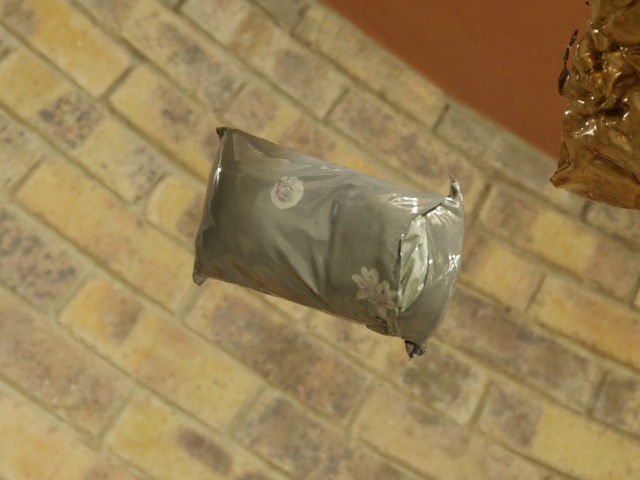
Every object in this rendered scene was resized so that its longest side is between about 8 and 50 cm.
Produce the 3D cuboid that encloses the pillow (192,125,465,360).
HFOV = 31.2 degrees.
[{"bbox_3d":[0.000,0.000,1.022,0.255,0.059,0.169,16,-79,17],"label":"pillow"}]

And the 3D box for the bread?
[{"bbox_3d":[0.244,-0.124,0.705,0.140,0.143,0.228,24,-63,28],"label":"bread"}]
